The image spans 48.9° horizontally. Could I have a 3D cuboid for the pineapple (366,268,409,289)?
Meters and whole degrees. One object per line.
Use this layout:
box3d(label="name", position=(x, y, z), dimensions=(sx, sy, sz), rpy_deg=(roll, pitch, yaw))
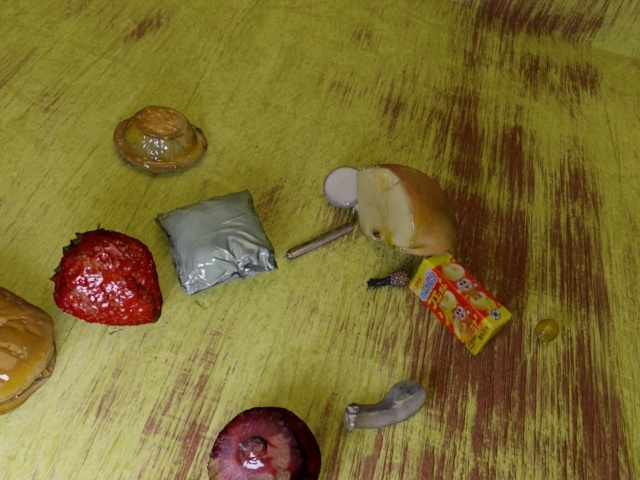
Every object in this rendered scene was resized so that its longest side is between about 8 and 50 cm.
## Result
box3d(label="pineapple", position=(0.189, 0.112, 2.014), dimensions=(0.125, 0.058, 0.058), rpy_deg=(-4, 51, -13))

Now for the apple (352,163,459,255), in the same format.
box3d(label="apple", position=(0.254, -0.083, 2.044), dimensions=(0.314, 0.309, 0.252), rpy_deg=(38, 80, -32))

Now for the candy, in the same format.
box3d(label="candy", position=(0.384, 0.169, 1.956), dimensions=(0.088, 0.146, 0.276), rpy_deg=(-25, 61, -32))

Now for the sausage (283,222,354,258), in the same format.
box3d(label="sausage", position=(0.000, 0.000, 2.072), dimensions=(0.269, 0.032, 0.033), rpy_deg=(-25, 60, -32))

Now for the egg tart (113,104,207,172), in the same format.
box3d(label="egg tart", position=(-0.490, -0.323, 2.174), dimensions=(0.289, 0.118, 0.288), rpy_deg=(11, 45, -11))

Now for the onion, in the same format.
box3d(label="onion", position=(-0.122, 0.475, 1.510), dimensions=(0.247, 0.190, 0.246), rpy_deg=(-2, 57, 3))

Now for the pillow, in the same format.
box3d(label="pillow", position=(-0.285, 0.004, 1.923), dimensions=(0.284, 0.138, 0.309), rpy_deg=(-14, 52, -15))

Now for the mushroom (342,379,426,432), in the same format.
box3d(label="mushroom", position=(0.154, 0.412, 1.719), dimensions=(0.223, 0.081, 0.092), rpy_deg=(-18, 74, -26))

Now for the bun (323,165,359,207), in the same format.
box3d(label="bun", position=(0.082, -0.159, 2.199), dimensions=(0.138, 0.094, 0.138), rpy_deg=(-4, 73, 14))

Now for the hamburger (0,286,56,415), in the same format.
box3d(label="hamburger", position=(-0.746, 0.246, 1.562), dimensions=(0.319, 0.158, 0.318), rpy_deg=(7, 49, -8))

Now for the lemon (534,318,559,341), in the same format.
box3d(label="lemon", position=(0.647, 0.254, 2.007), dimensions=(0.065, 0.065, 0.092), rpy_deg=(38, 44, 18))

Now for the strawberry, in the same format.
box3d(label="strawberry", position=(-0.503, 0.105, 1.709), dimensions=(0.277, 0.257, 0.257), rpy_deg=(35, 48, -2))
